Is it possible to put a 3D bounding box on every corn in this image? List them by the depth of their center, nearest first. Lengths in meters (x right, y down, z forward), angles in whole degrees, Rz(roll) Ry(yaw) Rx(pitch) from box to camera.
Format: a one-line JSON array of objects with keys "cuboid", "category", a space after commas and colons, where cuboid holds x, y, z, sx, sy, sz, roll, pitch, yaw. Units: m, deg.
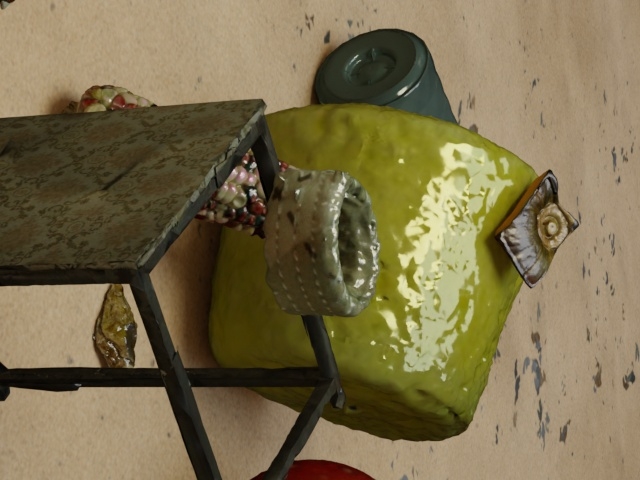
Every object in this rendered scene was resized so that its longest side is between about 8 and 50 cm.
[{"cuboid": [-0.106, -0.065, 1.650, 0.092, 0.280, 0.092, -161, -90, -76], "category": "corn"}]

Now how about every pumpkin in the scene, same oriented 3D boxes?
[{"cuboid": [0.209, -0.011, 1.763, 0.101, 0.035, 0.073, -48, 120, -27], "category": "pumpkin"}]

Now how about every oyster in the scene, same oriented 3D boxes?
[{"cuboid": [-0.190, 0.089, 1.694, 0.051, 0.034, 0.093, -38, 118, -69], "category": "oyster"}]

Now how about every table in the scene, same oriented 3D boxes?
[{"cuboid": [-0.194, 0.074, 1.327, 0.222, 0.335, 0.272, -58, 139, -50], "category": "table"}]

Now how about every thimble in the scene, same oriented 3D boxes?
[{"cuboid": [0.000, 0.000, 1.278, 0.084, 0.062, 0.110, -46, 130, -56], "category": "thimble"}]

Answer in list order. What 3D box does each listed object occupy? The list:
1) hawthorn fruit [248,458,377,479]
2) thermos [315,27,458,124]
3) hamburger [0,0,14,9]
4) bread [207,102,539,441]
[{"cuboid": [-0.004, 0.340, 1.751, 0.330, 0.287, 0.287, 101, 6, -54], "category": "hawthorn fruit"}, {"cuboid": [0.094, -0.105, 2.190, 0.182, 0.145, 0.286, -42, 135, -17], "category": "thermos"}, {"cuboid": [-0.261, -0.267, 1.440, 0.175, 0.136, 0.175, 17, 71, -61], "category": "hamburger"}, {"cuboid": [0.049, 0.034, 1.865, 0.348, 0.348, 0.308, 36, 66, -59], "category": "bread"}]
